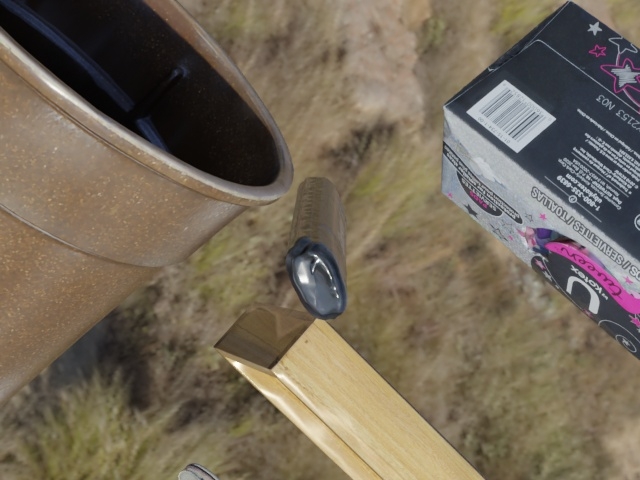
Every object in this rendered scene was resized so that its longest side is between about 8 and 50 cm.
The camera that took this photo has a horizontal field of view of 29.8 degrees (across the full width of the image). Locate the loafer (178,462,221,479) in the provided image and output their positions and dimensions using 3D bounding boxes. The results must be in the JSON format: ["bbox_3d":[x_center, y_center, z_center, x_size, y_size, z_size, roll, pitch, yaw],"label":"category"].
[{"bbox_3d":[-0.102,0.276,1.189,0.125,0.045,0.039,50,37,12],"label":"loafer"}]

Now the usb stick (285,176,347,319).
[{"bbox_3d":[0.000,0.000,1.138,0.278,0.045,0.077,-87,151,-75],"label":"usb stick"}]

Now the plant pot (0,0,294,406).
[{"bbox_3d":[-0.124,-0.019,0.401,0.167,0.165,0.167,40,18,-15],"label":"plant pot"}]

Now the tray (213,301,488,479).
[{"bbox_3d":[0.085,0.227,1.196,0.411,0.203,0.076,46,77,-15],"label":"tray"}]

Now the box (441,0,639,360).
[{"bbox_3d":[0.238,-0.046,0.998,0.247,0.163,0.142,42,-18,24],"label":"box"}]
